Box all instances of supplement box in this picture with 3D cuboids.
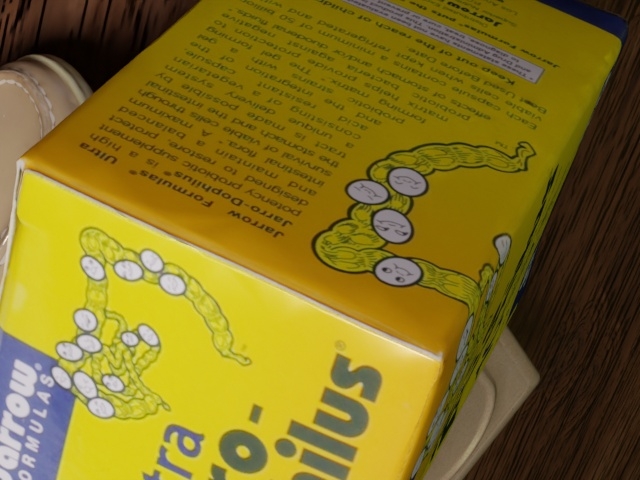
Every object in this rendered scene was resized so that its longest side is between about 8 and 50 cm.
[{"bbox_3d":[0.000,0.000,0.912,0.356,0.195,0.194,-53,164,-54],"label":"supplement box"}]

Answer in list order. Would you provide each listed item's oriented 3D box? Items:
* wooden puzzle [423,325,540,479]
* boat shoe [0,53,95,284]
[{"bbox_3d":[0.002,0.156,1.255,0.322,0.080,0.348,-51,154,-7],"label":"wooden puzzle"},{"bbox_3d":[-0.217,0.034,0.901,0.302,0.109,0.098,-51,150,15],"label":"boat shoe"}]
